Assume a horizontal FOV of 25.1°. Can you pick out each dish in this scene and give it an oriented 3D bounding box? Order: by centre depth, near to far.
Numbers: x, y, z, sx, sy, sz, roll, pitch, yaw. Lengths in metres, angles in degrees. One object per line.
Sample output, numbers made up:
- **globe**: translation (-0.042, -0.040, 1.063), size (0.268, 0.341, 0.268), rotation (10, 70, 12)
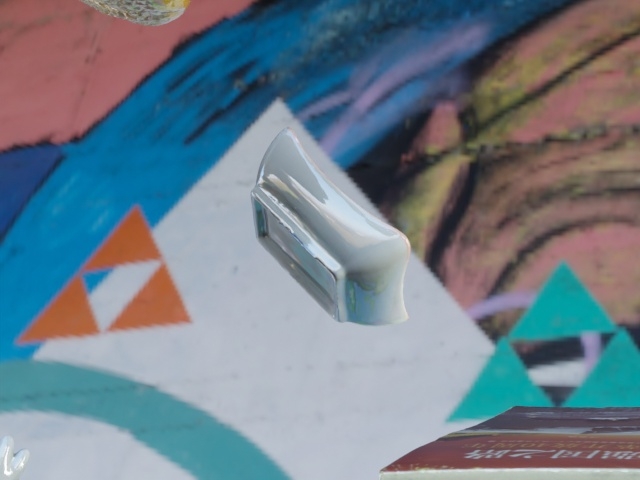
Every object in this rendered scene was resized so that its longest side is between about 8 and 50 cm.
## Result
- **dish**: translation (0.000, 0.000, 1.518), size (0.212, 0.077, 0.151), rotation (45, -24, 29)

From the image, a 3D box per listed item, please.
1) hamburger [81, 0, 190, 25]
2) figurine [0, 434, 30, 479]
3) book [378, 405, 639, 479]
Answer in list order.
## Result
- **hamburger**: translation (-0.248, -0.339, 1.399), size (0.290, 0.170, 0.314), rotation (25, -1, 31)
- **figurine**: translation (-0.229, 0.218, 0.912), size (0.140, 0.193, 0.265), rotation (10, -12, 46)
- **book**: translation (0.237, 0.172, 1.213), size (0.262, 0.028, 0.374), rotation (-3, 0, 24)
